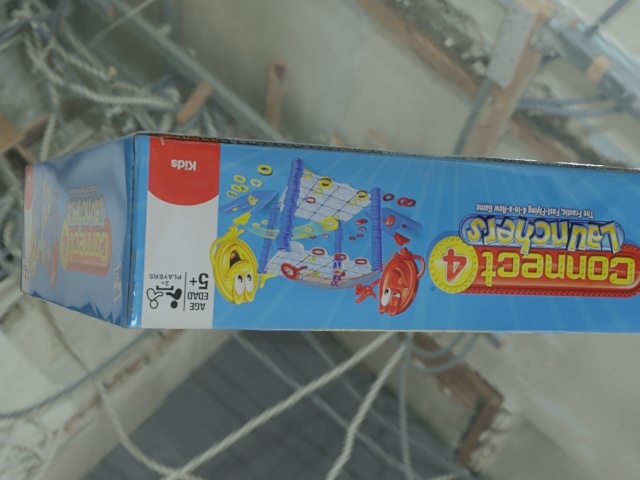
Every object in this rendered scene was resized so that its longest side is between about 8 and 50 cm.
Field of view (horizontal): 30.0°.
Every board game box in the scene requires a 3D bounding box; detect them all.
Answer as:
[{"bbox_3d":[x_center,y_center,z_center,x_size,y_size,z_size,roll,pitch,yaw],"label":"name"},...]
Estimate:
[{"bbox_3d":[0.000,0.000,0.698,0.308,0.302,0.086,-179,-89,-68],"label":"board game box"}]
